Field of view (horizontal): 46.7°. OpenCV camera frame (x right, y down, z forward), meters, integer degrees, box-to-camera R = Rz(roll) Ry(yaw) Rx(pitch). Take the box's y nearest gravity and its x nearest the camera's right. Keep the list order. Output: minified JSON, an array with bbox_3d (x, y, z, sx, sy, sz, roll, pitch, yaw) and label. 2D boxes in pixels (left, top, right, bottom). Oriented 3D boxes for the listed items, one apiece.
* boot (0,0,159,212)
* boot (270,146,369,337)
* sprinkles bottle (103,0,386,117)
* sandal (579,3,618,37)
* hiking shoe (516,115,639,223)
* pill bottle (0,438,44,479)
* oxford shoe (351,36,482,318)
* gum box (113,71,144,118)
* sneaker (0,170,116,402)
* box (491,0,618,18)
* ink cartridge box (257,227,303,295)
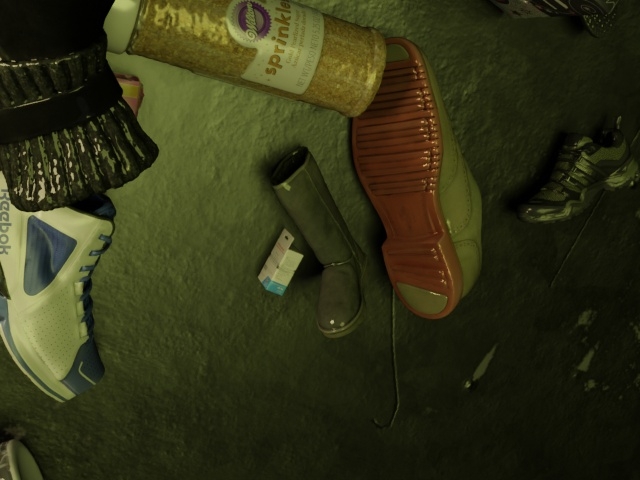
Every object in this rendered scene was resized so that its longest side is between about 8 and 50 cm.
[{"bbox_3d":[-0.223,-0.182,0.725,0.131,0.347,0.260,-43,115,-53],"label":"boot"},{"bbox_3d":[-0.002,0.001,1.003,0.076,0.190,0.209,-13,125,17],"label":"boot"},{"bbox_3d":[-0.099,-0.248,0.893,0.355,0.121,0.121,11,105,-25],"label":"sprinkles bottle"},{"bbox_3d":[0.376,-0.380,1.077,0.067,0.040,0.179,-35,103,-12],"label":"sandal"},{"bbox_3d":[0.391,-0.108,1.165,0.226,0.086,0.114,-28,103,-15],"label":"hiking shoe"},{"bbox_3d":[-0.494,0.369,0.965,0.245,0.130,0.131,-23,116,-11],"label":"pill bottle"},{"bbox_3d":[0.149,-0.095,1.063,0.146,0.140,0.397,-29,116,-44],"label":"oxford shoe"},{"bbox_3d":[-0.308,-0.154,0.879,0.188,0.062,0.107,6,107,-22],"label":"gum box"},{"bbox_3d":[-0.316,0.035,0.911,0.182,0.127,0.316,-26,115,-8],"label":"sneaker"},{"bbox_3d":[0.287,-0.376,0.910,0.142,0.247,0.163,31,96,-17],"label":"box"},{"bbox_3d":[-0.053,0.030,1.053,0.028,0.048,0.083,24,100,-27],"label":"ink cartridge box"}]
